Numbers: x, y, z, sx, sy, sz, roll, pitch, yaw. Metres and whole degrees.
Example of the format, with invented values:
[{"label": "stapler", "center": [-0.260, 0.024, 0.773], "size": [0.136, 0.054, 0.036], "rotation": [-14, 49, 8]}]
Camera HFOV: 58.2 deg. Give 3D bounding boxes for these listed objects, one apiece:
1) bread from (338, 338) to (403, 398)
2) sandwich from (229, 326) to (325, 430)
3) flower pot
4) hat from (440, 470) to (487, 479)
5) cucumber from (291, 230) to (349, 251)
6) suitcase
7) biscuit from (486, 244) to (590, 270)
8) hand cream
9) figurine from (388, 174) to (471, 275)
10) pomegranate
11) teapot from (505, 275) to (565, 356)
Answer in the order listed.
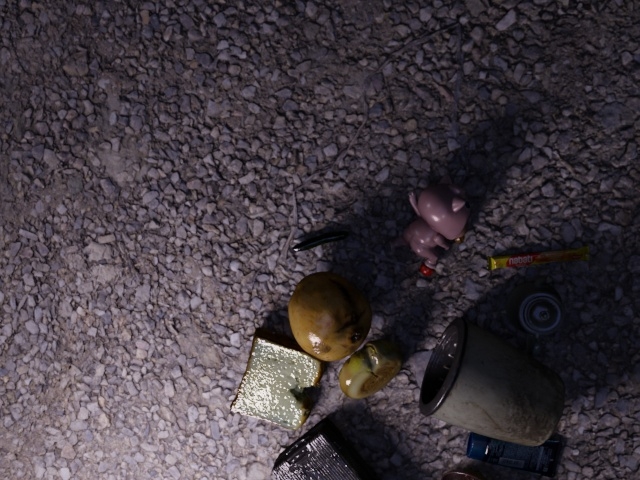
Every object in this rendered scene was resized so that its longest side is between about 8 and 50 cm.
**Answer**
[{"label": "bread", "center": [0.148, 0.378, 1.714], "size": [0.213, 0.213, 0.104], "rotation": [-48, 49, 8]}, {"label": "sandwich", "center": [-0.125, 0.434, 1.792], "size": [0.249, 0.095, 0.273], "rotation": [19, 97, 7]}, {"label": "flower pot", "center": [0.481, 0.412, 1.618], "size": [0.331, 0.293, 0.293], "rotation": [24, 97, -1]}, {"label": "hat", "center": [0.467, 0.731, 1.734], "size": [0.193, 0.082, 0.193], "rotation": [20, 135, 21]}, {"label": "cucumber", "center": [0.000, 0.000, 1.778], "size": [0.184, 0.033, 0.036], "rotation": [-16, 66, 9]}, {"label": "suitcase", "center": [0.037, 0.744, 1.762], "size": [0.230, 0.152, 0.335], "rotation": [-41, 85, 8]}, {"label": "biscuit", "center": [0.637, 0.052, 1.691], "size": [0.292, 0.026, 0.048], "rotation": [-7, 112, 9]}, {"label": "hand cream", "center": [0.580, 0.634, 1.722], "size": [0.271, 0.061, 0.120], "rotation": [10, 96, 3]}, {"label": "figurine", "center": [0.335, -0.045, 1.685], "size": [0.186, 0.176, 0.287], "rotation": [13, 117, -33]}, {"label": "pomegranate", "center": [0.027, 0.223, 1.675], "size": [0.261, 0.260, 0.260], "rotation": [1, 94, 8]}, {"label": "teapot", "center": [0.624, 0.213, 1.640], "size": [0.163, 0.149, 0.239], "rotation": [11, 95, 6]}]
